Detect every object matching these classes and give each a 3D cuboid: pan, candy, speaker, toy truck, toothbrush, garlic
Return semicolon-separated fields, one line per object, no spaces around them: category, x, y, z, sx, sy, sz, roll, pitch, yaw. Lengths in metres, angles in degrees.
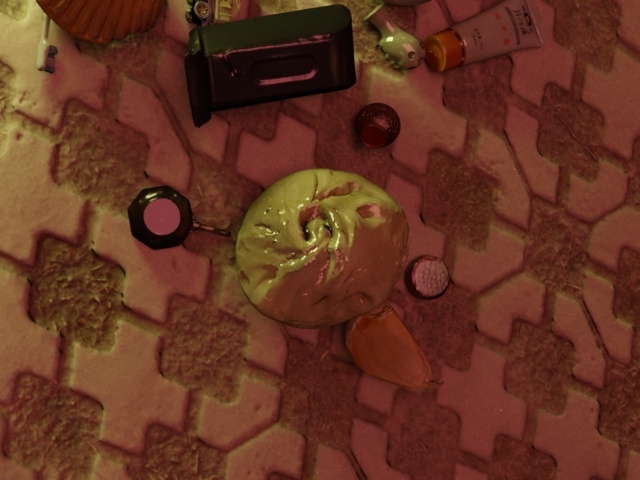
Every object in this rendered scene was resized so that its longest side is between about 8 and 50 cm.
pan;-0.287;-0.054;1.621;0.202;0.048;0.128;-11;92;-17
candy;0.241;0.083;1.782;0.103;0.043;0.103;0;90;-16
speaker;-0.093;-0.346;1.587;0.388;0.184;0.180;-14;117;-16
toy truck;-0.209;-0.522;1.626;0.116;0.085;0.191;2;93;-26
toothbrush;-0.515;-0.519;1.558;0.040;0.040;0.386;7;88;-16
garlic;0.146;0.220;1.694;0.245;0.164;0.145;51;59;-16

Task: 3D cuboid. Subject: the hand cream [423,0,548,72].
hand cream;0.383;-0.463;1.809;0.314;0.089;0.139;-28;99;-23

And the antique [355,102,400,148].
antique;0.124;-0.250;1.720;0.104;0.104;0.104;0;90;-17

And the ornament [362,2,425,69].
ornament;0.163;-0.441;1.744;0.081;0.075;0.156;-42;103;5

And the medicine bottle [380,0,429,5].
medicine bottle;0.186;-0.667;1.705;0.157;0.157;0.288;4;89;-17

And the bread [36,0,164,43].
bread;-0.415;-0.513;1.512;0.274;0.149;0.274;6;78;-30

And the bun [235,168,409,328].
bun;0.000;0.000;1.582;0.362;0.234;0.326;-26;63;-10
